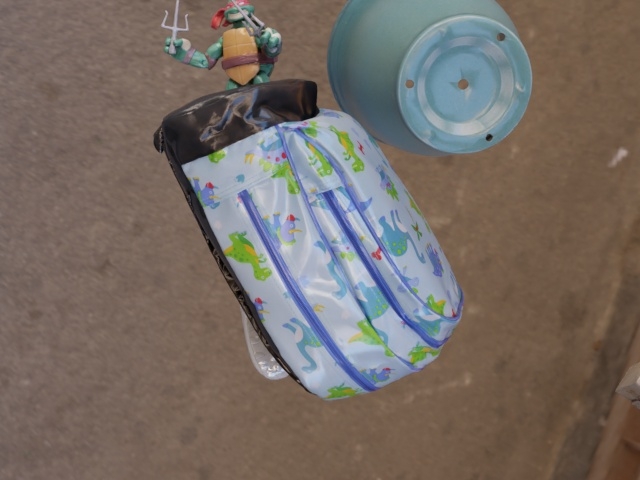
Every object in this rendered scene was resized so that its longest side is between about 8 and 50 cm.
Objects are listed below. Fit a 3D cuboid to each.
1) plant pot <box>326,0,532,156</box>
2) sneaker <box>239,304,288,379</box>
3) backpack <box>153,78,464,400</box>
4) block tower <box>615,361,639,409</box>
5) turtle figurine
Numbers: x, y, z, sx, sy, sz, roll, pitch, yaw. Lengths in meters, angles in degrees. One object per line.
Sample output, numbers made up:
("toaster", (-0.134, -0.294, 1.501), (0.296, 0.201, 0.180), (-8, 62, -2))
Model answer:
("plant pot", (0.163, -0.233, 1.537), (0.272, 0.255, 0.271), (-3, 108, -9))
("sneaker", (-0.068, 0.077, 1.432), (0.090, 0.095, 0.235), (7, 57, -20))
("backpack", (0.000, 0.000, 1.217), (0.274, 0.290, 0.355), (-13, 95, 8))
("block tower", (0.423, 0.182, 0.931), (0.097, 0.336, 0.091), (-55, 170, -10))
("turtle figurine", (-0.107, -0.239, 1.474), (0.118, 0.175, 0.234), (-12, 91, -53))
